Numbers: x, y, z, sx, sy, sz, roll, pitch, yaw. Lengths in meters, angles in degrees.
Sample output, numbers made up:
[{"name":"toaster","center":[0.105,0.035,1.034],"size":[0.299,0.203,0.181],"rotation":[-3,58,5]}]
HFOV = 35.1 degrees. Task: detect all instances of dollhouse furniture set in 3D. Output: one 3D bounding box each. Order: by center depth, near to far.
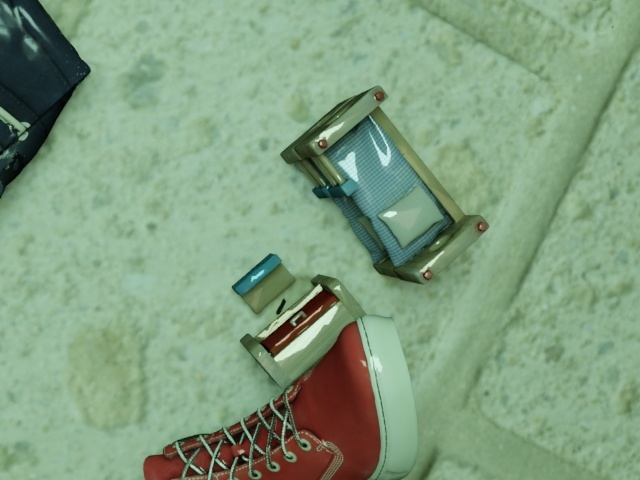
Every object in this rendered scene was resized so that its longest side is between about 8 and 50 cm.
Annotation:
[{"name":"dollhouse furniture set","center":[0.000,0.000,0.738],"size":[0.184,0.129,0.129],"rotation":[-41,98,-8]}]

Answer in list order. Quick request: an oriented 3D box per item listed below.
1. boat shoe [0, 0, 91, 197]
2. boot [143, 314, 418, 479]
[{"name":"boat shoe","center":[-0.313,-0.174,0.686],"size":[0.158,0.127,0.340],"rotation":[-47,107,-14]},{"name":"boot","center":[-0.033,0.135,0.691],"size":[0.176,0.244,0.088],"rotation":[-4,57,-10]}]
